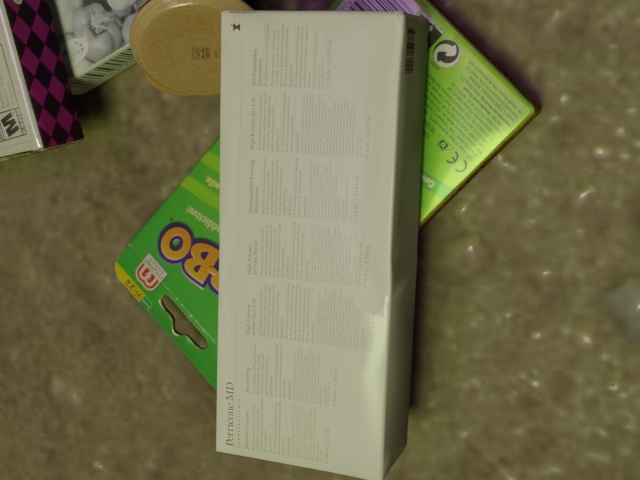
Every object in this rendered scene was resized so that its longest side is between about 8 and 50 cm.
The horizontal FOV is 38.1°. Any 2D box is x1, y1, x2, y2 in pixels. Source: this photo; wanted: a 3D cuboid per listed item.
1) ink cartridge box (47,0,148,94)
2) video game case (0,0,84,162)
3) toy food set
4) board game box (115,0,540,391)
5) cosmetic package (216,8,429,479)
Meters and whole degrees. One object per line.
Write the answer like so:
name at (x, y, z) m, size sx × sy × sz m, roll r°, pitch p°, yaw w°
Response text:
ink cartridge box at (-0.118, -0.224, 0.557) m, size 0.206 × 0.045 × 0.208 m, roll -23°, pitch 88°, yaw 25°
video game case at (-0.262, -0.155, 0.599) m, size 0.210 × 0.042 × 0.232 m, roll -9°, pitch 99°, yaw 36°
toy food set at (-0.069, -0.115, 0.539) m, size 0.083 × 0.083 × 0.020 m, roll -9°, pitch 52°, yaw 6°
board game box at (-0.008, -0.027, 0.547) m, size 0.124 × 0.039 × 0.259 m, roll 48°, pitch 109°, yaw 9°
cosmetic package at (0.000, 0.000, 0.498) m, size 0.099 × 0.060 × 0.239 m, roll 6°, pitch 101°, yaw 18°
